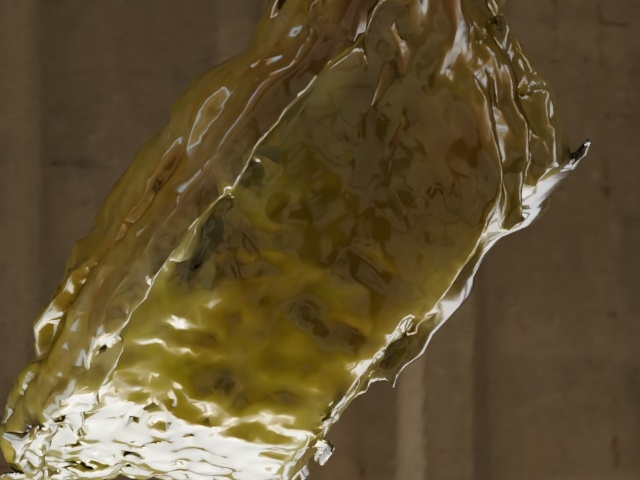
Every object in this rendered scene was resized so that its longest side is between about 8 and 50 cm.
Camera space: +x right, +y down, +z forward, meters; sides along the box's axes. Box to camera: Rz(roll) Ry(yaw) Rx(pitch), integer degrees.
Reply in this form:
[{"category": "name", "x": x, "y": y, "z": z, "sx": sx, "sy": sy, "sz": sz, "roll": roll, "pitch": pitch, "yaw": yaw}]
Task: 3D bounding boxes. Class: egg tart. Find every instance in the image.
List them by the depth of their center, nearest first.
[{"category": "egg tart", "x": 0.000, "y": 0.000, "z": 0.728, "sx": 0.132, "sy": 0.345, "sz": 0.345, "roll": 41, "pitch": -109, "yaw": 7}]
